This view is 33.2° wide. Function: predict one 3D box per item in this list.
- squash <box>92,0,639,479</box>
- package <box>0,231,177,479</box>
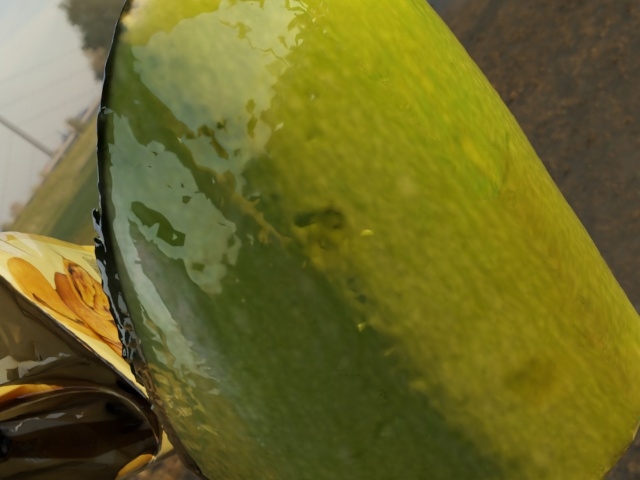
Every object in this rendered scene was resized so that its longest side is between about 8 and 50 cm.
[{"bbox_3d":[0.000,0.000,0.528,0.234,0.309,0.210,-49,17,-28],"label":"squash"},{"bbox_3d":[-0.184,0.117,0.797,0.165,0.221,0.311,-53,-8,4],"label":"package"}]
